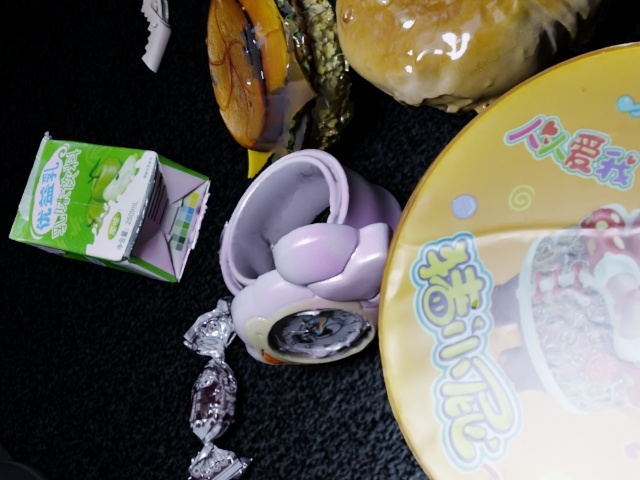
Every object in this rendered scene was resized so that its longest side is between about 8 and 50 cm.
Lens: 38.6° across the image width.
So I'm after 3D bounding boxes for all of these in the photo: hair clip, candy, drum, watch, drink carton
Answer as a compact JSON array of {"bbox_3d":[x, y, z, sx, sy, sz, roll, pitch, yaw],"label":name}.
[{"bbox_3d":[-0.245,-0.358,1.387,0.072,0.034,0.226,-23,61,26],"label":"hair clip"},{"bbox_3d":[-0.122,0.178,1.083,0.094,0.051,0.226,-12,66,29],"label":"candy"},{"bbox_3d":[0.269,0.064,0.743,0.431,0.214,0.431,-13,66,32],"label":"drum"},{"bbox_3d":[0.000,0.000,0.985,0.248,0.211,0.217,-33,47,32],"label":"watch"},{"bbox_3d":[-0.292,-0.049,1.254,0.271,0.108,0.161,9,78,37],"label":"drink carton"}]

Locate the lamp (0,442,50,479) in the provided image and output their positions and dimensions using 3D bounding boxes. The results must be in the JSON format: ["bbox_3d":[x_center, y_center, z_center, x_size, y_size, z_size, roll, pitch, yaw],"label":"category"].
[{"bbox_3d":[-0.459,0.369,1.109,0.374,0.272,0.205,28,88,39],"label":"lamp"}]

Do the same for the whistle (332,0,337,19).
[{"bbox_3d":[0.065,-0.304,1.112,0.090,0.090,0.158,29,91,39],"label":"whistle"}]

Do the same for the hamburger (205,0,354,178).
[{"bbox_3d":[-0.044,-0.210,1.072,0.261,0.139,0.243,133,121,-64],"label":"hamburger"}]

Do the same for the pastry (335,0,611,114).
[{"bbox_3d":[0.168,-0.275,0.962,0.284,0.184,0.315,34,93,32],"label":"pastry"}]
